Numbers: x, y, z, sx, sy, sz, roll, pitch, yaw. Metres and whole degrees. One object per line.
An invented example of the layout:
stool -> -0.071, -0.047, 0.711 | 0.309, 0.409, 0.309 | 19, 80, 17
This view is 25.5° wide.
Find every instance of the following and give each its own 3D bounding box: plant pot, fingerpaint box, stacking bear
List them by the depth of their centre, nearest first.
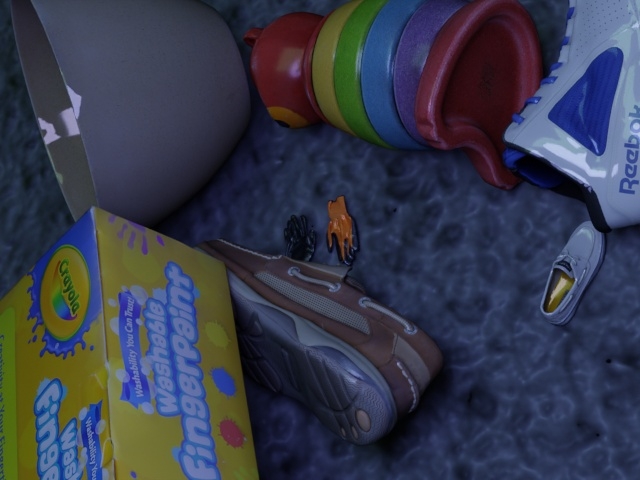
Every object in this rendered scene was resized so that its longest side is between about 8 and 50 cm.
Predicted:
fingerpaint box -> -0.223, 0.261, 1.218 | 0.371, 0.163, 0.445 | -42, 41, 28
stacking bear -> 0.052, -0.160, 1.359 | 0.289, 0.175, 0.164 | 10, 79, 40
plant pot -> -0.181, -0.150, 1.442 | 0.191, 0.284, 0.284 | -18, 57, -16

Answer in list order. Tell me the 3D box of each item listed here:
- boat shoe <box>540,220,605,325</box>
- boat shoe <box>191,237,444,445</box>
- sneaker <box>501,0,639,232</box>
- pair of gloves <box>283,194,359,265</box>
boat shoe -> 0.222, 0.026, 1.256 | 0.035, 0.035, 0.100 | 24, 85, 34
boat shoe -> -0.009, 0.078, 1.335 | 0.116, 0.123, 0.324 | -31, 42, -24
sneaker -> 0.239, -0.140, 1.255 | 0.182, 0.127, 0.315 | -20, 64, 19
pair of gloves -> 0.000, 0.000, 1.408 | 0.083, 0.010, 0.074 | -21, 63, 24
